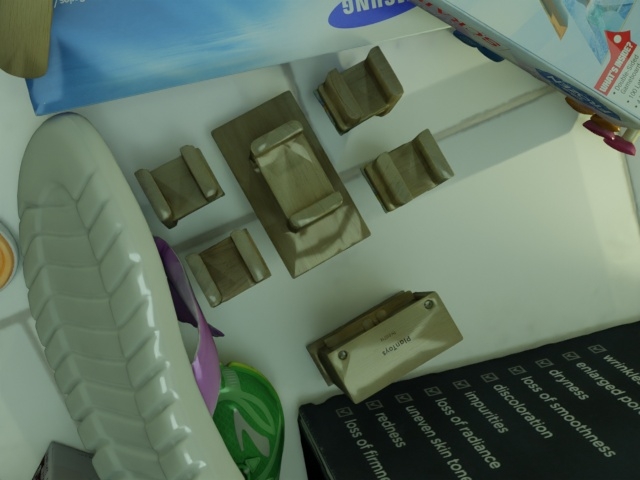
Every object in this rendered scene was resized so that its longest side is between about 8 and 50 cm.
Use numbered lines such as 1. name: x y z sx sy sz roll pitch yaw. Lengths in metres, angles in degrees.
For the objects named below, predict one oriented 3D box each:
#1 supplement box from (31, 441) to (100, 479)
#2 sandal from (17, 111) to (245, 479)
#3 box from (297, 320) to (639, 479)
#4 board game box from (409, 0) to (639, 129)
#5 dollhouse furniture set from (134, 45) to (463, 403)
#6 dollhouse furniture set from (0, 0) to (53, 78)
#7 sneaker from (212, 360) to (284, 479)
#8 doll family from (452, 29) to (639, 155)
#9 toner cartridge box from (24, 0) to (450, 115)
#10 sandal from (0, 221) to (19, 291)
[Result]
1. supplement box: -0.247 0.309 0.691 0.073 0.130 0.239 25 96 -21
2. sandal: -0.126 0.102 0.644 0.102 0.169 0.416 -19 90 -47
3. box: 0.279 0.303 0.654 0.472 0.480 0.297 -13 110 -12
4. board game box: 0.175 -0.290 0.570 0.318 0.066 0.318 28 96 -11
5. dollhouse furniture set: 0.000 0.000 0.697 0.212 0.161 0.242 -29 89 -7
6. dollhouse furniture set: -0.204 -0.195 0.538 0.144 0.123 0.151 7 68 -17
7. sneaker: -0.078 0.247 0.726 0.110 0.123 0.295 -2 105 -15
8. doll family: 0.258 -0.189 0.702 0.263 0.118 0.163 29 95 -21
9. toner cartridge box: -0.064 -0.214 0.626 0.348 0.075 0.165 -15 109 -11
10. sandal: -0.347 -0.029 0.596 0.265 0.076 0.102 27 96 -21
